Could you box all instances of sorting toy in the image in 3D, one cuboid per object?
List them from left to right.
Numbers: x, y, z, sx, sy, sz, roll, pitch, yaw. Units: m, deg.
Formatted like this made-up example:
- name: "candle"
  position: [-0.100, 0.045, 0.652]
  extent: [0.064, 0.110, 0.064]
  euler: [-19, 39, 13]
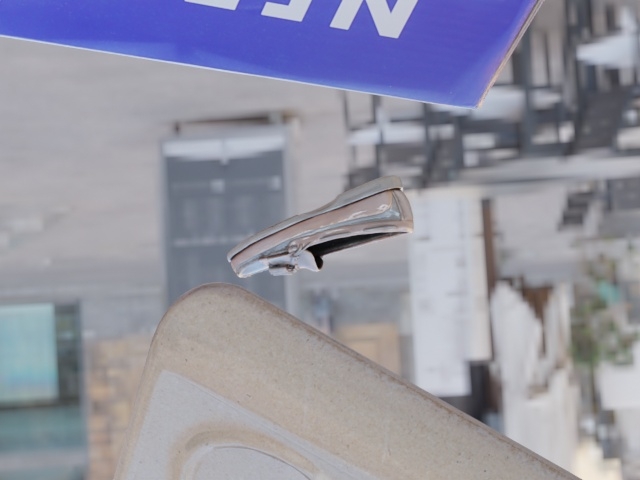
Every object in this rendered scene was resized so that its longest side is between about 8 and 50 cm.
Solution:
- name: "sorting toy"
  position: [0.015, 0.126, 0.621]
  extent: [0.193, 0.208, 0.038]
  euler: [29, -139, 9]

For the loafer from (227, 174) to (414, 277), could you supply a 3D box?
- name: "loafer"
  position: [0.000, 0.000, 1.170]
  extent: [0.125, 0.039, 0.045]
  euler: [-25, 169, 16]

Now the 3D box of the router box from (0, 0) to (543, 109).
- name: "router box"
  position: [-0.099, -0.204, 0.720]
  extent: [0.335, 0.301, 0.082]
  euler: [6, 136, -22]
